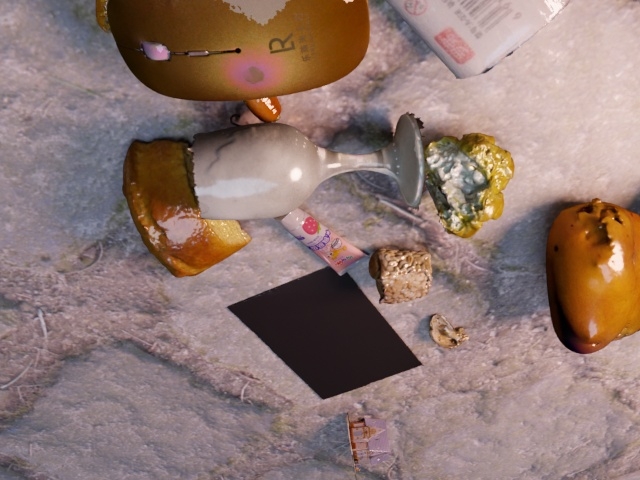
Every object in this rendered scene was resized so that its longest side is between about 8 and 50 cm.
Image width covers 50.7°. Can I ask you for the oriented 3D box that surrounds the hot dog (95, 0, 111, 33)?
[{"bbox_3d":[-0.229,-0.320,0.806,0.071,0.045,0.165,14,134,-11],"label":"hot dog"}]

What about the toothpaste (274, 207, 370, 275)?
[{"bbox_3d":[0.000,0.000,1.129,0.067,0.043,0.194,-33,132,24],"label":"toothpaste"}]

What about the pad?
[{"bbox_3d":[0.019,0.195,1.342,0.247,0.007,0.367,-23,130,21],"label":"pad"}]

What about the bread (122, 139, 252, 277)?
[{"bbox_3d":[-0.210,-0.026,1.033,0.129,0.134,0.260,-18,132,15],"label":"bread"}]

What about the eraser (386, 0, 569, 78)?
[{"bbox_3d":[0.163,-0.317,0.788,0.174,0.081,0.227,-37,123,25],"label":"eraser"}]

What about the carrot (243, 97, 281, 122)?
[{"bbox_3d":[-0.125,-0.249,0.880,0.043,0.043,0.248,-22,128,20],"label":"carrot"}]

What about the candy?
[{"bbox_3d":[0.138,0.059,1.158,0.110,0.085,0.095,-6,144,0],"label":"candy"}]

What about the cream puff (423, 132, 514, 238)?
[{"bbox_3d":[0.215,-0.085,0.980,0.156,0.156,0.121,-32,163,27],"label":"cream puff"}]

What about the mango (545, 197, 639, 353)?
[{"bbox_3d":[0.450,0.063,1.093,0.152,0.201,0.287,1,126,27],"label":"mango"}]

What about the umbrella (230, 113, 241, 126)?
[{"bbox_3d":[-0.079,-0.152,0.995,0.122,0.013,0.022,24,108,-21],"label":"umbrella"}]

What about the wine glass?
[{"bbox_3d":[-0.017,-0.100,0.934,0.321,0.143,0.143,-3,135,-8],"label":"wine glass"}]

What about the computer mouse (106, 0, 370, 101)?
[{"bbox_3d":[-0.097,-0.245,0.798,0.310,0.072,0.158,-3,138,6],"label":"computer mouse"}]

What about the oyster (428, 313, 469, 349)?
[{"bbox_3d":[0.244,0.172,1.315,0.080,0.038,0.083,-21,106,-14],"label":"oyster"}]

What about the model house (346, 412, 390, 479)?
[{"bbox_3d":[0.113,0.473,1.543,0.088,0.117,0.167,-8,131,2],"label":"model house"}]
